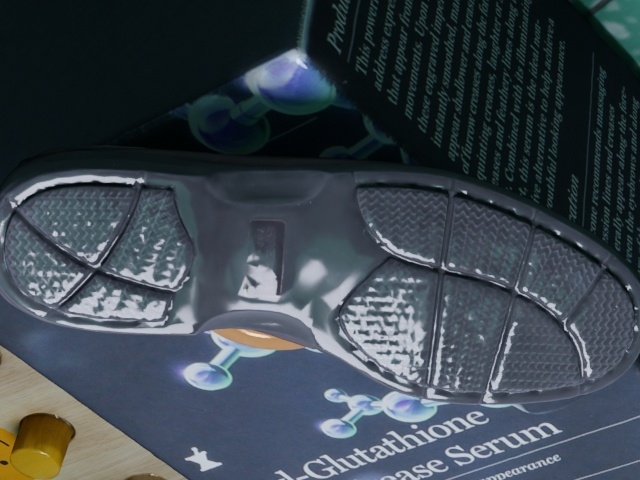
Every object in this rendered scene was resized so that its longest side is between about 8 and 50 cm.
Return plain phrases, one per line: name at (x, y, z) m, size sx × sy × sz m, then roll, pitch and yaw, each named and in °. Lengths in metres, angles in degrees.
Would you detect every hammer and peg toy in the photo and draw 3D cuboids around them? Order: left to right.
hammer and peg toy at (-0.295, 0.160, 1.445) m, size 0.361 × 0.127 × 0.266 m, roll -20°, pitch 133°, yaw 31°

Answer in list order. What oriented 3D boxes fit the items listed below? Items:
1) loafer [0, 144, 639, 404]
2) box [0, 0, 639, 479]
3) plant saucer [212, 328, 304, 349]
loafer at (0.000, 0.000, 0.915) m, size 0.302 × 0.095 × 0.109 m, roll 9°, pitch 110°, yaw -8°
box at (0.016, -0.010, 1.118) m, size 0.293 × 0.212 × 0.395 m, roll -24°, pitch 131°, yaw 34°
plant saucer at (-0.027, 0.030, 0.994) m, size 0.083 × 0.013 × 0.083 m, roll 6°, pitch 141°, yaw 5°
